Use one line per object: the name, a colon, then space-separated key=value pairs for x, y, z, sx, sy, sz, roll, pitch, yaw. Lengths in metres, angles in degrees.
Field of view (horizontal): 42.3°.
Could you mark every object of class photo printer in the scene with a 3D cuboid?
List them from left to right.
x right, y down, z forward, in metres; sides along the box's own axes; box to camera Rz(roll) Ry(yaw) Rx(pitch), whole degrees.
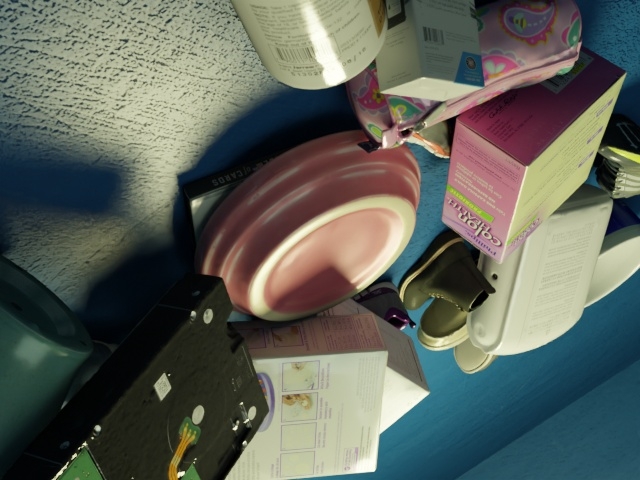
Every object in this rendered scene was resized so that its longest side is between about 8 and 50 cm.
photo printer: x=0.391 y=0.059 z=1.500 sx=0.256 sy=0.107 sz=0.307 roll=-12 pitch=121 yaw=-35

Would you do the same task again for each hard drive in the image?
hard drive: x=-0.188 y=0.228 z=0.934 sx=0.339 sy=0.064 sz=0.236 roll=-55 pitch=140 yaw=-43

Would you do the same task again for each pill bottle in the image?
pill bottle: x=-0.025 y=-0.245 z=0.707 sx=0.131 sy=0.131 sz=0.229 roll=-32 pitch=151 yaw=-1

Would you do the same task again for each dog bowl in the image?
dog bowl: x=0.568 y=0.039 z=1.753 sx=0.265 sy=0.104 sz=0.265 roll=-24 pitch=151 yaw=-14

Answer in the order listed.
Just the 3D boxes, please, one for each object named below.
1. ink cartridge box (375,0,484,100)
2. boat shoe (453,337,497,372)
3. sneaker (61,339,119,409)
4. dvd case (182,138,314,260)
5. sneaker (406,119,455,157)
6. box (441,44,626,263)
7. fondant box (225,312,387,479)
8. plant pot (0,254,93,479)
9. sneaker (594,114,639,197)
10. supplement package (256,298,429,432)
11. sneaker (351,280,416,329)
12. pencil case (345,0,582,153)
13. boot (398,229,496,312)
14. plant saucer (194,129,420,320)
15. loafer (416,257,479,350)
ink cartridge box: x=0.106 y=-0.241 z=0.853 sx=0.104 sy=0.180 sz=0.060 roll=-2 pitch=174 yaw=-43
boat shoe: x=0.384 y=0.172 z=1.773 sx=0.096 sy=0.112 sz=0.335 roll=-12 pitch=142 yaw=-24
sneaker: x=-0.367 y=0.266 z=1.160 sx=0.236 sy=0.130 sz=0.322 roll=1 pitch=131 yaw=-39
dvd case: x=-0.086 y=-0.021 z=1.099 sx=0.179 sy=0.029 sz=0.238 roll=-22 pitch=149 yaw=-17
sneaker: x=0.151 y=-0.156 z=1.095 sx=0.158 sy=0.061 sz=0.065 roll=8 pitch=126 yaw=-51
box: x=0.289 y=-0.125 z=1.159 sx=0.213 sy=0.117 sz=0.243 roll=-42 pitch=154 yaw=-20
fondant box: x=-0.080 y=0.232 z=1.191 sx=0.331 sy=0.096 sz=0.238 roll=-3 pitch=122 yaw=-10
plant pot: x=-0.385 y=0.149 z=0.850 sx=0.255 sy=0.272 sz=0.272 roll=-48 pitch=150 yaw=0
sneaker: x=0.543 y=-0.131 z=1.470 sx=0.121 sy=0.111 sz=0.300 roll=-42 pitch=148 yaw=25
supplement package: x=0.033 y=0.185 z=1.325 sx=0.244 sy=0.139 sz=0.134 roll=34 pitch=113 yaw=-27
sneaker: x=0.055 y=0.145 z=1.421 sx=0.224 sy=0.098 sz=0.083 roll=-21 pitch=149 yaw=-21
pencil case: x=0.167 y=-0.203 z=0.974 sx=0.284 sy=0.124 sz=0.124 roll=-25 pitch=151 yaw=-15
boot: x=0.217 y=0.097 z=1.465 sx=0.077 sy=0.137 sz=0.197 roll=-12 pitch=146 yaw=-32
plant saucer: x=0.000 y=0.000 z=1.098 sx=0.332 sy=0.084 sz=0.332 roll=-24 pitch=151 yaw=-14
loafer: x=0.283 y=0.098 z=1.581 sx=0.268 sy=0.102 sz=0.092 roll=-42 pitch=136 yaw=-11
